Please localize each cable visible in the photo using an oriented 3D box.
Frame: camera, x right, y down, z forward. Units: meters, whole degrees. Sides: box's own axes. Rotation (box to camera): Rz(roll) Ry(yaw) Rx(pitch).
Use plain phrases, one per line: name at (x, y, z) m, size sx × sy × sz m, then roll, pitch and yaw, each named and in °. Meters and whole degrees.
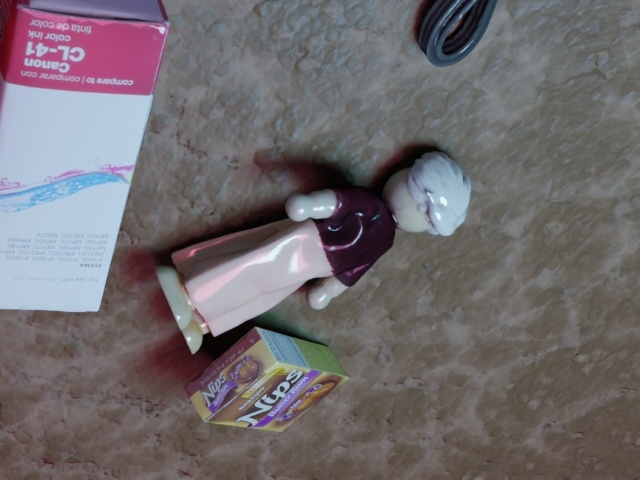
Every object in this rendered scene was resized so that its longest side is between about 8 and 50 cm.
cable at (0.166, -0.298, 1.504) m, size 0.139 × 0.072 × 0.287 m, roll -20°, pitch 148°, yaw -28°

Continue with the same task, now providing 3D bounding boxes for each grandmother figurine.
grandmother figurine at (0.000, 0.000, 1.650) m, size 0.342 × 0.104 × 0.208 m, roll -23°, pitch 161°, yaw -5°

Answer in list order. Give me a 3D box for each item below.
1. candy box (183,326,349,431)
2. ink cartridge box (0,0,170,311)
candy box at (-0.057, 0.157, 1.737) m, size 0.109 × 0.053 × 0.187 m, roll -40°, pitch 155°, yaw 14°
ink cartridge box at (-0.239, -0.121, 1.357) m, size 0.131 × 0.226 × 0.306 m, roll 4°, pitch 126°, yaw -24°
